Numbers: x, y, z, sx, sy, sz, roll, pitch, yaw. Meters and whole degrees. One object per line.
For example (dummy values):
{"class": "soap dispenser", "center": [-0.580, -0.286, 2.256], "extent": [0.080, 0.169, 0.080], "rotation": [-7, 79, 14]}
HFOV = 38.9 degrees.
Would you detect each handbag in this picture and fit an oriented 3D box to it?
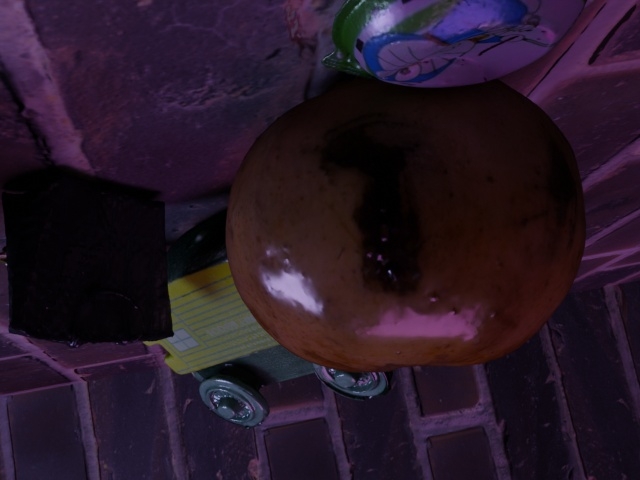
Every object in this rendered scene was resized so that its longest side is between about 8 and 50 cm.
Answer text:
{"class": "handbag", "center": [-0.244, 0.030, 0.981], "extent": [0.088, 0.175, 0.270], "rotation": [-14, 168, 23]}

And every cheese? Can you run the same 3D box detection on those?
{"class": "cheese", "center": [0.138, -0.177, 0.606], "extent": [0.320, 0.083, 0.203], "rotation": [-20, 165, 38]}

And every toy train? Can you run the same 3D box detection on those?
{"class": "toy train", "center": [-0.067, 0.085, 1.181], "extent": [0.442, 0.272, 0.179], "rotation": [-23, -152, 42]}

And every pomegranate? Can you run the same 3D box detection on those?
{"class": "pomegranate", "center": [0.075, -0.017, 0.817], "extent": [0.321, 0.322, 0.322], "rotation": [-11, 168, -2]}

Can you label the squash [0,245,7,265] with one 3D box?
{"class": "squash", "center": [-0.340, 0.042, 1.202], "extent": [0.094, 0.094, 0.224], "rotation": [-17, 160, 23]}
